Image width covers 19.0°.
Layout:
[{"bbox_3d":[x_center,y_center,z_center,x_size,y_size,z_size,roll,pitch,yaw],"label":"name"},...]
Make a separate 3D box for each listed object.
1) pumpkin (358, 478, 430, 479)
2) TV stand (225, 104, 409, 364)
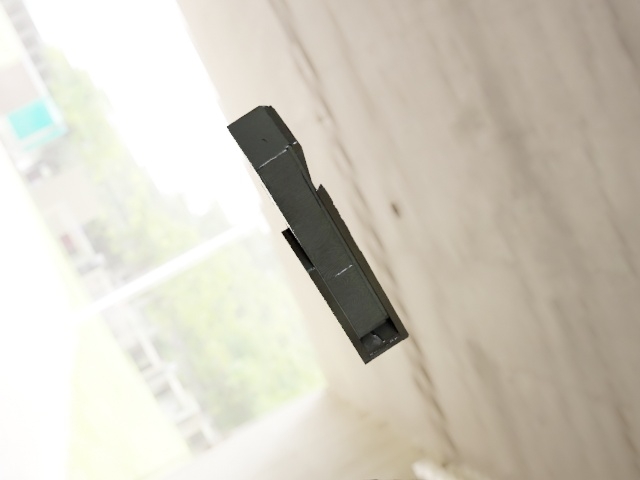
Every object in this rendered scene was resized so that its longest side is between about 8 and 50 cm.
[{"bbox_3d":[0.028,0.213,0.842,0.157,0.223,0.224,-2,56,-55],"label":"pumpkin"},{"bbox_3d":[0.000,0.000,1.332,0.049,0.040,0.256,56,-2,38],"label":"TV stand"}]
